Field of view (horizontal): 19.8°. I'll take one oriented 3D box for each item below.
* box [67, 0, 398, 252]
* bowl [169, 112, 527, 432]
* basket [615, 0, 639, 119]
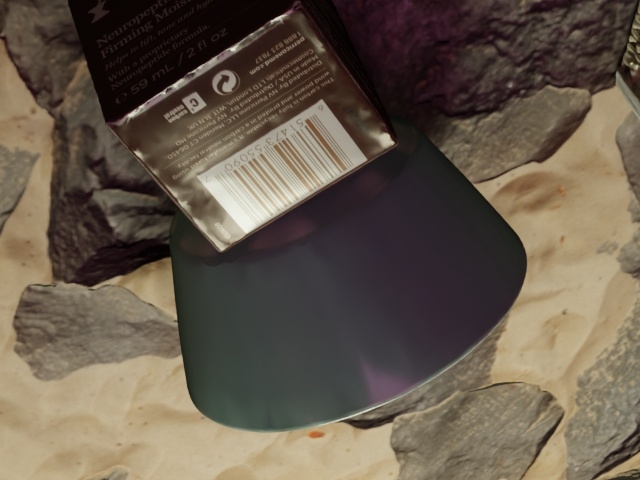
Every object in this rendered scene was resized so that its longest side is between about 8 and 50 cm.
[{"bbox_3d":[-0.071,-0.138,1.394,0.168,0.203,0.167,-32,134,8],"label":"box"},{"bbox_3d":[0.000,0.000,1.515,0.311,0.311,0.163,-24,115,1],"label":"bowl"},{"bbox_3d":[0.361,-0.159,1.611,0.167,0.113,0.103,-8,129,-15],"label":"basket"}]
